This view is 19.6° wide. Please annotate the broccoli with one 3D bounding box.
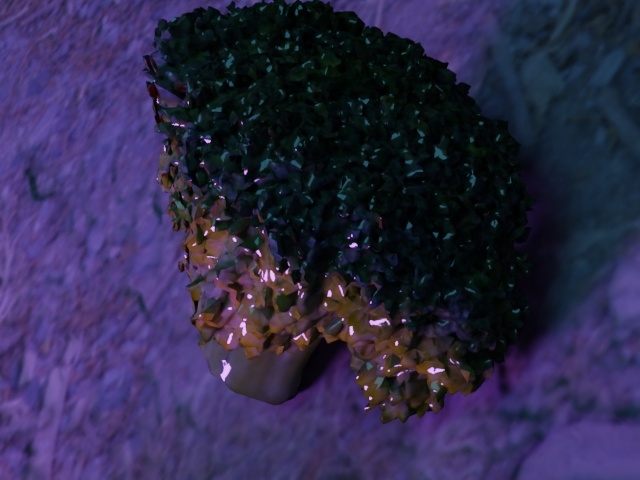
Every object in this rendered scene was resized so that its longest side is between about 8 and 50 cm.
[{"bbox_3d":[0.000,0.000,0.848,0.194,0.194,0.219,-48,61,10],"label":"broccoli"}]
